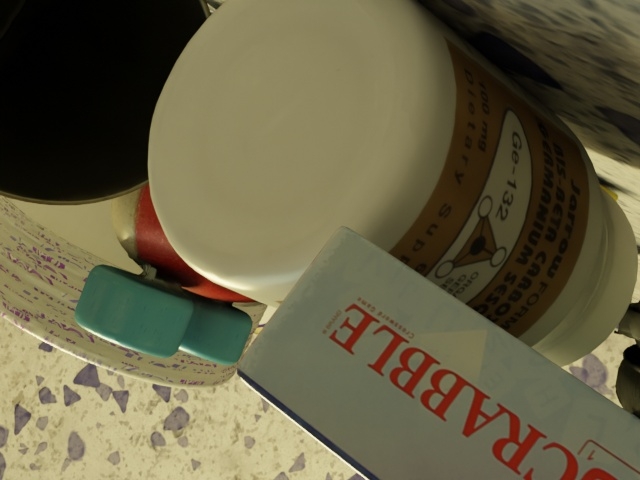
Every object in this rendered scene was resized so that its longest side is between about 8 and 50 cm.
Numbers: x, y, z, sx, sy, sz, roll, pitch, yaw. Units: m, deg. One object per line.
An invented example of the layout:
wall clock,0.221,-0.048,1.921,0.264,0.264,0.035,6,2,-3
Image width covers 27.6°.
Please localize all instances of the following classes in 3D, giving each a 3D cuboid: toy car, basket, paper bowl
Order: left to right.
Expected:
basket,-0.194,-0.135,0.719,0.204,0.154,0.227,29,-177,-44
paper bowl,-0.178,0.005,1.189,0.284,0.148,0.284,26,-172,-4
toy car,0.000,0.000,0.870,0.238,0.219,0.210,22,179,20

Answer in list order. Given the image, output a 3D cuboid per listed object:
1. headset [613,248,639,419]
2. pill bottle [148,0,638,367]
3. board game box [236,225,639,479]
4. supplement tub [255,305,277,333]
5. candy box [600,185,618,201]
headset,0.218,0.127,0.844,0.185,0.243,0.394,2,-150,-7
pill bottle,0.047,-0.014,0.564,0.131,0.131,0.229,28,-179,39
board game box,0.158,0.153,0.468,0.319,0.066,0.318,34,174,33
supplement tub,-0.018,-0.001,1.467,0.241,0.241,0.331,28,-179,28
candy box,0.104,-0.048,0.823,0.105,0.027,0.206,25,-179,-9
